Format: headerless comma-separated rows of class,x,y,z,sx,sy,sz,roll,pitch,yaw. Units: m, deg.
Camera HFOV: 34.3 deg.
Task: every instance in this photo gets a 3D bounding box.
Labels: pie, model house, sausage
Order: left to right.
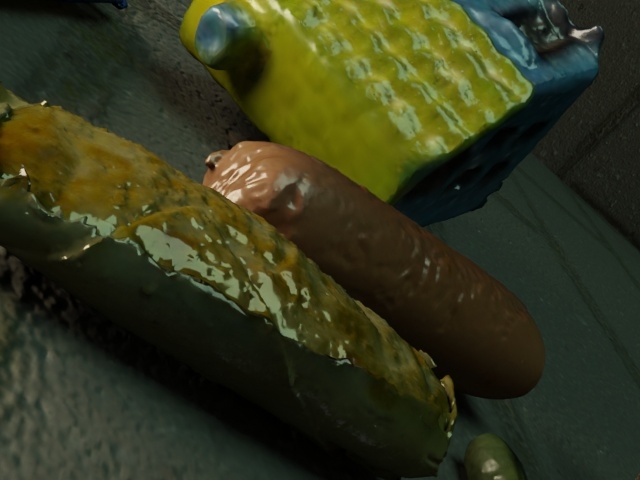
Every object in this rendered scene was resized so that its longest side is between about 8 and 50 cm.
pie,-0.049,0.019,0.488,0.282,0.068,0.128,33,18,-22
model house,0.044,-0.135,0.840,0.237,0.215,0.303,49,39,13
sausage,0.041,0.025,0.651,0.289,0.086,0.086,30,21,-38

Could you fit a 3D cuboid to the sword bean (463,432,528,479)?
sword bean,0.123,0.190,0.524,0.043,0.038,0.269,30,19,-25

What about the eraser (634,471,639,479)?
eraser,0.332,0.244,0.802,0.171,0.087,0.290,54,19,27

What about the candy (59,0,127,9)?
candy,-0.229,-0.219,0.642,0.187,0.077,0.331,50,16,-4
